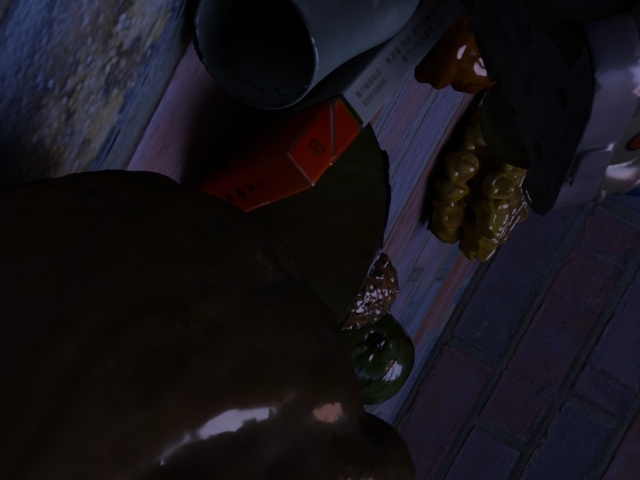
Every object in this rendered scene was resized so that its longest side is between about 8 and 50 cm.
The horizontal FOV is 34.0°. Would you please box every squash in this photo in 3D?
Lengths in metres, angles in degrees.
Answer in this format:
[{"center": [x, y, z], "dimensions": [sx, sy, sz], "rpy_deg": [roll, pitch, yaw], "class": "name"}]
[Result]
[{"center": [0.000, 0.000, 0.916], "dimensions": [0.204, 0.155, 0.236], "rpy_deg": [-29, 144, -63], "class": "squash"}]

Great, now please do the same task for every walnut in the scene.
[{"center": [-0.103, 0.120, 0.513], "dimensions": [0.333, 0.333, 0.333], "rpy_deg": [-55, 165, -22], "class": "walnut"}]

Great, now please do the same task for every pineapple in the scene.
[{"center": [0.011, 0.056, 1.197], "dimensions": [0.198, 0.108, 0.108], "rpy_deg": [-4, 123, -58], "class": "pineapple"}]

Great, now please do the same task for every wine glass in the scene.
[{"center": [0.014, -0.175, 0.707], "dimensions": [0.231, 0.103, 0.103], "rpy_deg": [-45, 159, -45], "class": "wine glass"}]

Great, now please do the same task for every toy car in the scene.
[{"center": [0.224, -0.220, 0.838], "dimensions": [0.226, 0.336, 0.242], "rpy_deg": [-15, 157, -6], "class": "toy car"}]

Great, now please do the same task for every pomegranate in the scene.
[{"center": [0.029, 0.168, 1.407], "dimensions": [0.191, 0.152, 0.131], "rpy_deg": [-43, 178, 15], "class": "pomegranate"}]

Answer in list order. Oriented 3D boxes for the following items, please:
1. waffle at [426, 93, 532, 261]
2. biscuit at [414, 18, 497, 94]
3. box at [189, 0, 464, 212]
[{"center": [0.291, -0.109, 1.754], "dimensions": [0.261, 0.151, 0.324], "rpy_deg": [-51, 161, -19], "class": "waffle"}, {"center": [0.239, -0.312, 1.232], "dimensions": [0.318, 0.111, 0.312], "rpy_deg": [-64, 164, 14], "class": "biscuit"}, {"center": [0.006, -0.107, 0.809], "dimensions": [0.139, 0.035, 0.245], "rpy_deg": [-18, -155, 49], "class": "box"}]
